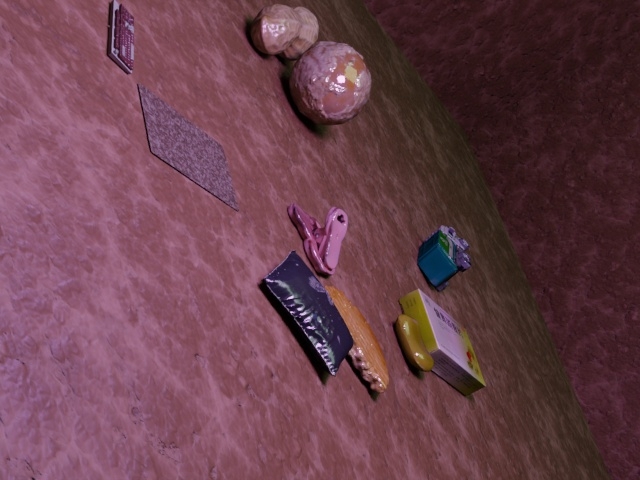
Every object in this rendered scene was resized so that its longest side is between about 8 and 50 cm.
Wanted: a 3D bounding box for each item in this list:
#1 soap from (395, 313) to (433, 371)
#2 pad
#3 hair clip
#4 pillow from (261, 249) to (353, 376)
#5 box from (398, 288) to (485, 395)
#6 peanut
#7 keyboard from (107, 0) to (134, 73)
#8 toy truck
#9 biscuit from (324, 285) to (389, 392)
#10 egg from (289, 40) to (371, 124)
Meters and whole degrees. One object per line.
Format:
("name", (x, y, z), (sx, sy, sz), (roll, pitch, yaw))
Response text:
("soap", (0.205, 0.227, 1.992), (0.089, 0.045, 0.140), (37, 28, -55))
("pad", (-0.222, -0.156, 1.541), (0.235, 0.003, 0.158), (35, 31, -50))
("hair clip", (-0.010, 0.001, 1.811), (0.123, 0.102, 0.138), (28, 69, -55))
("pillow", (-0.015, 0.125, 1.570), (0.208, 0.055, 0.141), (57, 25, -7))
("box", (0.293, 0.246, 2.164), (0.260, 0.062, 0.175), (38, 28, -45))
("peanut", (-0.089, -0.515, 2.241), (0.298, 0.120, 0.136), (-27, 107, -68))
("keyboard", (-0.334, -0.346, 1.519), (0.055, 0.017, 0.166), (43, 25, -40))
("toy truck", (0.343, 0.046, 2.523), (0.124, 0.114, 0.253), (44, 21, -10))
("biscuit", (0.064, 0.178, 1.726), (0.224, 0.033, 0.144), (58, 17, -7))
("egg", (0.025, -0.384, 2.209), (0.203, 0.203, 0.245), (51, 24, -24))
